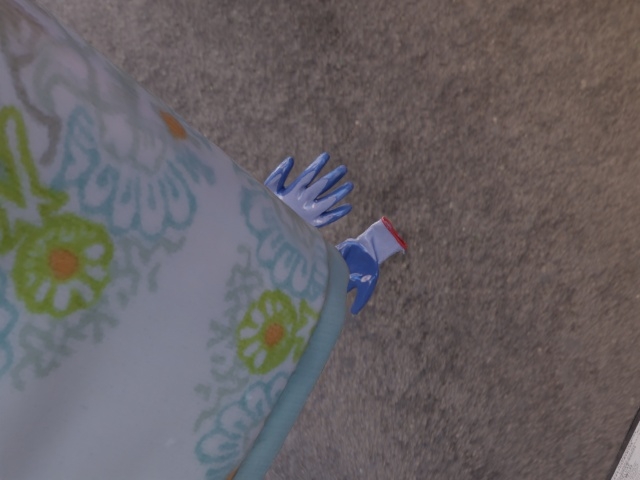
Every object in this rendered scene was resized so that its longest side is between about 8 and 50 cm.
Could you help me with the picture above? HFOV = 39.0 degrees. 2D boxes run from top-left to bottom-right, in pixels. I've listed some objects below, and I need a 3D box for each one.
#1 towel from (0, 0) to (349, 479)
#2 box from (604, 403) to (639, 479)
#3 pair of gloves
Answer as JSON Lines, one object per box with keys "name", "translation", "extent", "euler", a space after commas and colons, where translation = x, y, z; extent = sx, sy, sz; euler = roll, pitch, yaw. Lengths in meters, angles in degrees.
{"name": "towel", "translation": [-0.156, 0.104, 0.371], "extent": [0.090, 0.320, 0.375], "euler": [22, 80, 35]}
{"name": "box", "translation": [0.274, 0.297, 0.611], "extent": [0.242, 0.076, 0.308], "euler": [23, 95, 1]}
{"name": "pair of gloves", "translation": [0.000, 0.000, 1.031], "extent": [0.159, 0.023, 0.198], "euler": [-37, 108, 20]}
